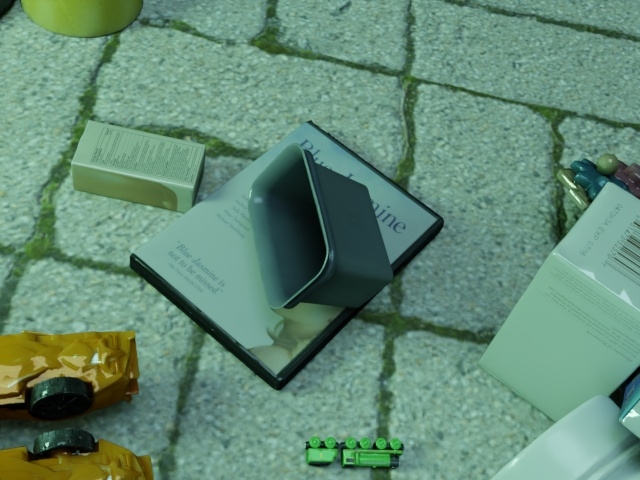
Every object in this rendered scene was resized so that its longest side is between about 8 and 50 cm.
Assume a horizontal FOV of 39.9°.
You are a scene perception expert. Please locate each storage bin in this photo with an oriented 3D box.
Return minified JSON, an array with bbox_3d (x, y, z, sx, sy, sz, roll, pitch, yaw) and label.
[{"bbox_3d":[0.000,0.000,0.768,0.091,0.098,0.135,16,46,-37],"label":"storage bin"}]

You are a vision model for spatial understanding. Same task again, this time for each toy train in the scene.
[{"bbox_3d":[0.028,0.172,0.711,0.083,0.017,0.023,4,63,-10],"label":"toy train"}]

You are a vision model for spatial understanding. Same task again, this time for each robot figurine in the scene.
[{"bbox_3d":[-0.269,0.151,0.618,0.291,0.085,0.211,-4,55,-16],"label":"robot figurine"}]

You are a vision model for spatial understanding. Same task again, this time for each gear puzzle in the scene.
[{"bbox_3d":[0.374,0.036,0.829,0.175,0.044,0.339,-5,50,-48],"label":"gear puzzle"}]

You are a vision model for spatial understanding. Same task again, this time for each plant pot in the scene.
[{"bbox_3d":[-0.259,-0.300,0.950,0.134,0.095,0.134,6,53,-8],"label":"plant pot"}]

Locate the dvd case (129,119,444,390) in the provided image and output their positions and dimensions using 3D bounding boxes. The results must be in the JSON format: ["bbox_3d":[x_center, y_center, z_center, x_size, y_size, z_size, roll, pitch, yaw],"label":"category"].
[{"bbox_3d":[-0.024,0.001,0.824,0.180,0.022,0.253,38,55,16],"label":"dvd case"}]

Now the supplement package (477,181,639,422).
[{"bbox_3d":[0.224,0.060,0.734,0.105,0.179,0.105,36,55,14],"label":"supplement package"}]

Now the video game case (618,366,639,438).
[{"bbox_3d":[0.348,0.166,0.658,0.244,0.061,0.269,37,13,16],"label":"video game case"}]

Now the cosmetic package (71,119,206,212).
[{"bbox_3d":[-0.170,-0.069,0.831,0.115,0.041,0.060,13,53,-3],"label":"cosmetic package"}]

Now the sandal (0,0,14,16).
[{"bbox_3d":[-0.386,-0.245,0.915,0.067,0.040,0.179,32,54,12],"label":"sandal"}]

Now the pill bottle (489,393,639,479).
[{"bbox_3d":[0.243,0.258,0.603,0.161,0.161,0.283,-26,63,-28],"label":"pill bottle"}]
